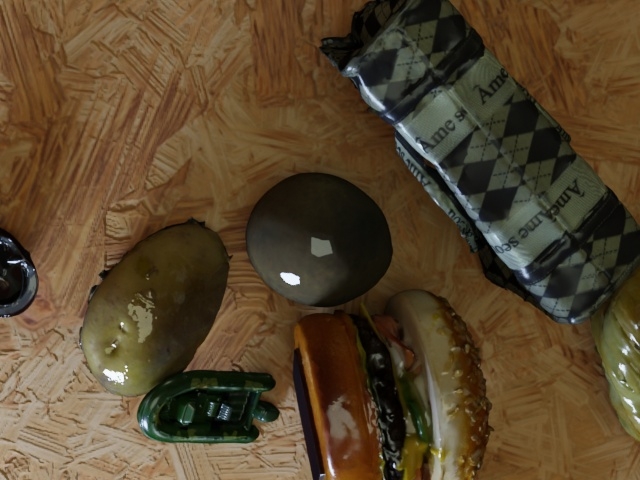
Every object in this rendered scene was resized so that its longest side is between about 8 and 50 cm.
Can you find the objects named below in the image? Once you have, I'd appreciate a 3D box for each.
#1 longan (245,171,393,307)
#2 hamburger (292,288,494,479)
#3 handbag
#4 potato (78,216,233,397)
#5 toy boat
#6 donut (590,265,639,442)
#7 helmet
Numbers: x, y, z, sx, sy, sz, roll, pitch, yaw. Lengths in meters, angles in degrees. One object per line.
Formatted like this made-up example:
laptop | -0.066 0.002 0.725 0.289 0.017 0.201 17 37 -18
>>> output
longan | 0.000 0.000 1.524 0.187 0.167 0.167 12 97 -32
hamburger | 0.087 0.203 1.507 0.225 0.291 0.291 -8 100 -9
handbag | 0.173 -0.116 1.461 0.180 0.317 0.416 -43 107 -2
potato | -0.208 0.086 1.501 0.138 0.098 0.243 19 96 -47
toy boat | -0.144 0.214 1.551 0.210 0.052 0.104 8 108 -41
donut | 0.529 0.131 1.621 0.360 0.170 0.360 -1 97 -11
helmet | -0.405 0.032 1.503 0.098 0.070 0.123 -40 109 5
